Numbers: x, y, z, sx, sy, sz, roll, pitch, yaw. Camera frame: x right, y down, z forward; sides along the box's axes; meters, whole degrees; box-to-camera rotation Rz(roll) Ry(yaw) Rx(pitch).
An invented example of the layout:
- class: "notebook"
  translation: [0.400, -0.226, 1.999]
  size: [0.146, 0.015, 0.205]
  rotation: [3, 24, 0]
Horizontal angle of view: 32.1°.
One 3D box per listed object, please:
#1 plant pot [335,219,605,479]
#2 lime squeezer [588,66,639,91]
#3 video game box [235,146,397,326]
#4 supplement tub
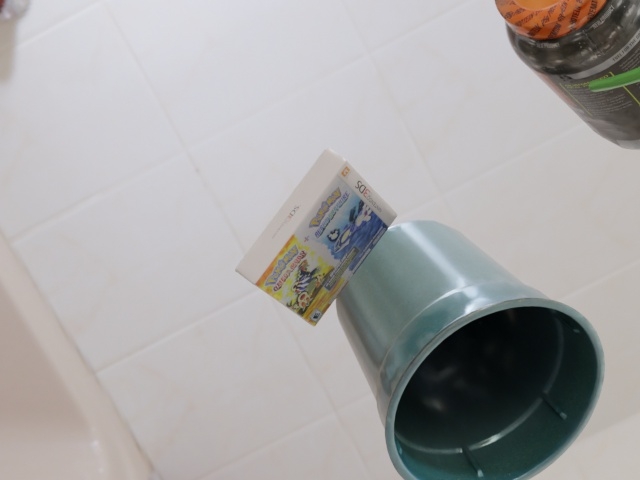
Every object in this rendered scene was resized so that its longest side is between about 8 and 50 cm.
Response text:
- class: "plant pot"
  translation: [0.196, 0.152, 1.689]
  size: [0.341, 0.341, 0.334]
  rotation: [59, -2, -34]
- class: "lime squeezer"
  translation: [0.408, -0.239, 1.229]
  size: [0.058, 0.310, 0.110]
  rotation: [1, 53, -36]
- class: "video game box"
  translation: [0.000, 0.000, 1.517]
  size: [0.048, 0.205, 0.187]
  rotation: [35, -3, 36]
- class: "supplement tub"
  translation: [0.386, -0.277, 1.503]
  size: [0.338, 0.207, 0.207]
  rotation: [30, 28, -46]
